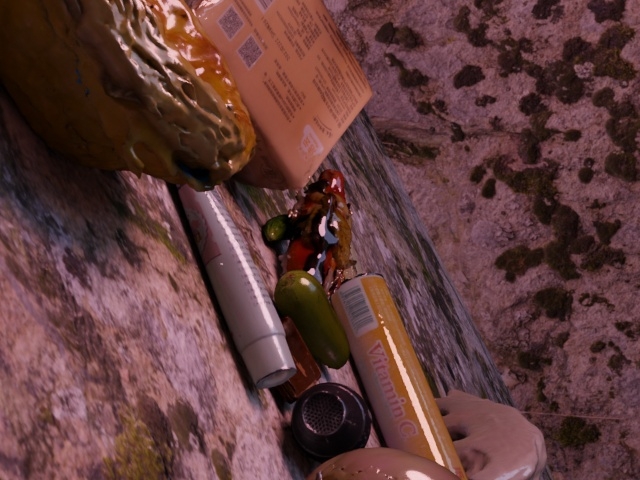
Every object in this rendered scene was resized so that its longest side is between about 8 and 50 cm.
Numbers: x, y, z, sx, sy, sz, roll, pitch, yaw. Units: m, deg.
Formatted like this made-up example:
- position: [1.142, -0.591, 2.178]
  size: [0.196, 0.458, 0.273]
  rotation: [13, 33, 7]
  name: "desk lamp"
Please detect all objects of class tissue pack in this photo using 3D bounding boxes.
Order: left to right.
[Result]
- position: [-0.115, -0.248, 1.796]
  size: [0.305, 0.238, 0.238]
  rotation: [56, 13, -35]
  name: "tissue pack"

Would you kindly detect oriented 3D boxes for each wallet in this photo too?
- position: [-0.041, 0.142, 1.609]
  size: [0.095, 0.026, 0.176]
  rotation: [58, 9, 1]
  name: "wallet"

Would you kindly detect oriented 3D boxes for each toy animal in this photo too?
- position: [0.253, 0.377, 2.188]
  size: [0.308, 0.266, 0.188]
  rotation: [9, -59, 49]
  name: "toy animal"

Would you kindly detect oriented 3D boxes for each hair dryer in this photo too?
- position: [0.032, 0.304, 1.532]
  size: [0.235, 0.091, 0.272]
  rotation: [65, 15, -71]
  name: "hair dryer"

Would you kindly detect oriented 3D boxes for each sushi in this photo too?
- position: [-0.002, 0.001, 1.856]
  size: [0.097, 0.103, 0.226]
  rotation: [38, 50, -33]
  name: "sushi"

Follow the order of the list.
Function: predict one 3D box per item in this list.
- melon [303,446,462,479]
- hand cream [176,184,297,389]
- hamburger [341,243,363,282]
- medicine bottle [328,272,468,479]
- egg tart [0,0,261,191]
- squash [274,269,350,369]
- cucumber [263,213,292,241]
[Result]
- position: [0.079, 0.324, 1.215]
  size: [0.317, 0.223, 0.223]
  rotation: [58, 12, -28]
  name: "melon"
- position: [-0.107, 0.008, 1.512]
  size: [0.331, 0.058, 0.085]
  rotation: [68, 13, 21]
  name: "hand cream"
- position: [0.042, 0.054, 2.169]
  size: [0.084, 0.054, 0.121]
  rotation: [33, 35, -78]
  name: "hamburger"
- position: [0.127, 0.246, 1.962]
  size: [0.108, 0.108, 0.426]
  rotation: [46, 21, -60]
  name: "medicine bottle"
- position: [-0.204, -0.197, 1.240]
  size: [0.388, 0.169, 0.388]
  rotation: [59, 8, -13]
  name: "egg tart"
- position: [-0.007, 0.108, 1.758]
  size: [0.201, 0.066, 0.066]
  rotation: [61, 9, -48]
  name: "squash"
- position: [-0.052, -0.019, 1.911]
  size: [0.039, 0.039, 0.168]
  rotation: [64, 12, 2]
  name: "cucumber"
